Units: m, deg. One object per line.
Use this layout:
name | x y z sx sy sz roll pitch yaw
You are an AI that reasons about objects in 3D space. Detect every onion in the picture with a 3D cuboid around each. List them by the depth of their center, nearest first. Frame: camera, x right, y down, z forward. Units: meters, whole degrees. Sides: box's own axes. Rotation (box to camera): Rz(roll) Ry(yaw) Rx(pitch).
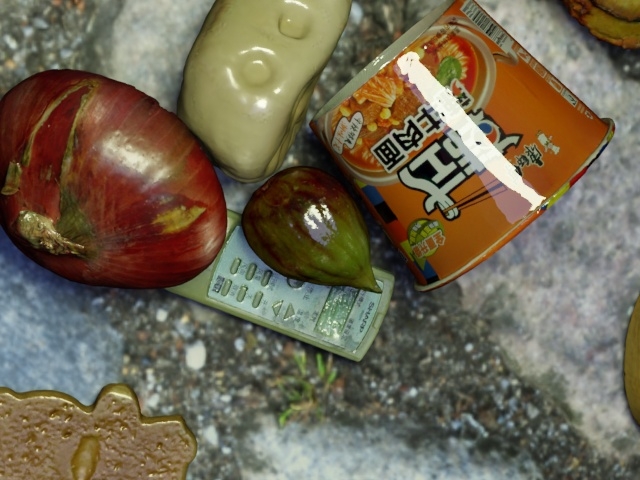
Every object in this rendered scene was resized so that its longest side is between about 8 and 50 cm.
onion | -0.205 -0.044 1.634 0.248 0.248 0.161 34 73 -15

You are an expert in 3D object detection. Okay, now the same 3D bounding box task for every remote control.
remote control | -0.044 0.039 1.774 0.233 0.038 0.098 22 96 -15

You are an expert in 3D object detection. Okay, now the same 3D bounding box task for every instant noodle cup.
instant noodle cup | 0.124 -0.103 1.685 0.250 0.250 0.192 -41 97 -1

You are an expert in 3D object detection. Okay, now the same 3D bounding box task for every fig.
fig | 0.000 0.000 1.710 0.155 0.109 0.103 48 62 -14

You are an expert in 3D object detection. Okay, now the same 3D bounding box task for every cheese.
cheese | -0.058 -0.155 1.660 0.117 0.235 0.218 26 134 2

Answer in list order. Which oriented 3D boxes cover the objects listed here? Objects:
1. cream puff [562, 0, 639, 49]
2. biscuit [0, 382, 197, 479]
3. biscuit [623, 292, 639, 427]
cream puff | 0.304 -0.305 1.714 0.240 0.164 0.240 1 86 -15
biscuit | -0.238 0.219 1.772 0.225 0.036 0.166 8 98 -9
biscuit | 0.488 0.092 1.874 0.343 0.057 0.287 3 100 -11
